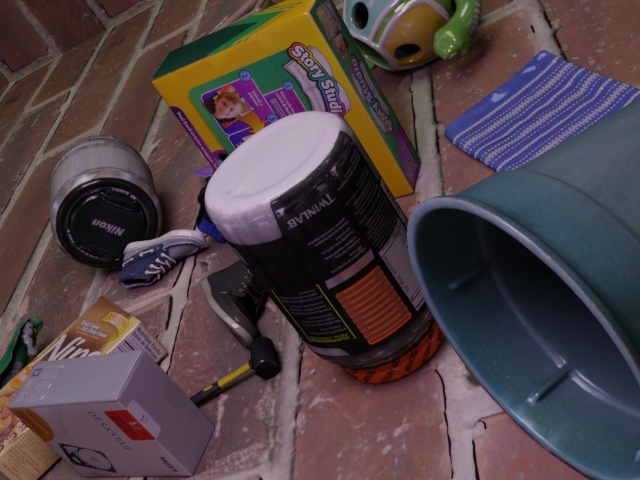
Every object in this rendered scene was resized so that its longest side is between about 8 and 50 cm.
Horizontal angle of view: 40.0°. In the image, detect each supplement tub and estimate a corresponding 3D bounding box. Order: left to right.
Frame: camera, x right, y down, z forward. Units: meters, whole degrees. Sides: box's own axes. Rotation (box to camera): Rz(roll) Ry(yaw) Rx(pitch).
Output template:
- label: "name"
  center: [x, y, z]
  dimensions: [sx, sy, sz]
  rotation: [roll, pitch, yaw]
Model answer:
- label: "supplement tub"
  center: [0.021, 0.018, 1.139]
  dimensions: [0.207, 0.338, 0.207]
  rotation: [-24, 32, 16]

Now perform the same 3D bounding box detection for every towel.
- label: "towel"
  center: [0.363, -0.194, 1.405]
  dimensions: [0.243, 0.040, 0.336]
  rotation: [-37, 31, -3]

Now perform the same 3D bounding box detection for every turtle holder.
- label: "turtle holder"
  center: [0.191, -0.452, 1.783]
  dimensions: [0.320, 0.243, 0.227]
  rotation: [38, 89, 17]

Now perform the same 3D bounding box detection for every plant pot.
- label: "plant pot"
  center: [0.327, 0.015, 0.900]
  dimensions: [0.334, 0.341, 0.341]
  rotation: [-34, 30, -16]

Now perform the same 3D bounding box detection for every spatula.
- label: "spatula"
  center: [-0.158, -0.229, 1.954]
  dimensions: [0.296, 0.030, 0.084]
  rotation: [-47, 34, -21]

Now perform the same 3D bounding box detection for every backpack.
- label: "backpack"
  center: [-0.177, -0.053, 1.663]
  dimensions: [0.120, 0.101, 0.098]
  rotation: [-50, 8, 46]

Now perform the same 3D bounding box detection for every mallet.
- label: "mallet"
  center: [-0.146, 0.208, 1.333]
  dimensions: [0.190, 0.039, 0.062]
  rotation: [-29, 32, 16]

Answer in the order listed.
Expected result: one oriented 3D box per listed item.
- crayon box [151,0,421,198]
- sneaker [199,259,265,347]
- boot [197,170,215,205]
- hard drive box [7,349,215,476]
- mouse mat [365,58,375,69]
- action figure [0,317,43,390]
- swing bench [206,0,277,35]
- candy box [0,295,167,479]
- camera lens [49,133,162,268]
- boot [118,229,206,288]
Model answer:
- label: "crayon box"
  center: [-0.051, -0.202, 1.489]
  dimensions: [0.313, 0.363, 0.106]
  rotation: [-16, 35, 27]
- label: "sneaker"
  center: [-0.120, 0.083, 1.431]
  dimensions: [0.118, 0.083, 0.222]
  rotation: [-36, 30, -5]
- label: "boot"
  center: [-0.157, -0.151, 1.787]
  dimensions: [0.198, 0.077, 0.137]
  rotation: [-15, 41, 28]
- label: "hard drive box"
  center: [-0.301, 0.254, 1.270]
  dimensions: [0.232, 0.181, 0.089]
  rotation: [-12, 38, 34]
- label: "mouse mat"
  center: [0.121, -0.435, 2.001]
  dimensions: [0.190, 0.007, 0.153]
  rotation: [-42, 31, -11]
- label: "action figure"
  center: [-0.565, 0.226, 1.643]
  dimensions: [0.232, 0.064, 0.137]
  rotation: [-88, 16, -51]
- label: "swing bench"
  center: [-0.100, -0.362, 1.818]
  dimensions: [0.255, 0.253, 0.165]
  rotation: [-26, 29, 40]
- label: "candy box"
  center: [-0.430, 0.248, 1.490]
  dimensions: [0.316, 0.087, 0.183]
  rotation: [-46, 32, -17]
- label: "camera lens"
  center: [-0.454, -0.084, 1.848]
  dimensions: [0.219, 0.219, 0.274]
  rotation: [-34, 31, 1]
- label: "boot"
  center: [-0.305, 0.040, 1.699]
  dimensions: [0.190, 0.069, 0.086]
  rotation: [-14, 53, 29]
